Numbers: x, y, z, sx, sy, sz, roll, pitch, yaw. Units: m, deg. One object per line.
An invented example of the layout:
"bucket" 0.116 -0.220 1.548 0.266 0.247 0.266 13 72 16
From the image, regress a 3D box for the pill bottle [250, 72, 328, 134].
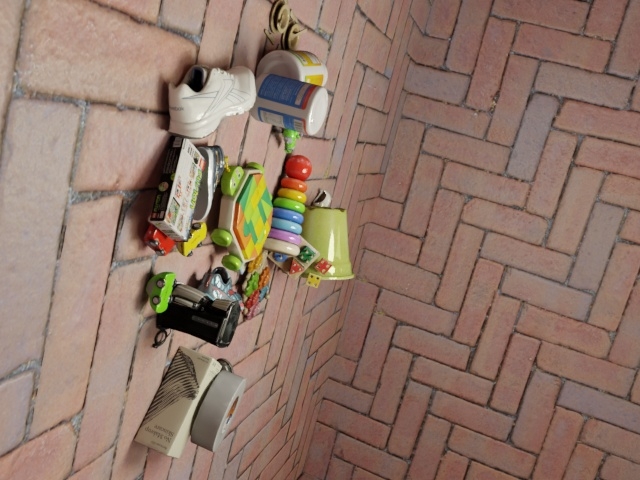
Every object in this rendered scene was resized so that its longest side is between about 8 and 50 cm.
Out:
"pill bottle" -0.103 -0.351 1.540 0.124 0.221 0.124 19 90 -75

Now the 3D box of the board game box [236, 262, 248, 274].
"board game box" -0.228 0.014 1.885 0.103 0.026 0.154 80 31 -60

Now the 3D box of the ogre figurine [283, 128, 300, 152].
"ogre figurine" -0.085 -0.363 1.853 0.197 0.096 0.118 -60 -174 12

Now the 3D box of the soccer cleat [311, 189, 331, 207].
"soccer cleat" -0.015 -0.112 2.438 0.076 0.068 0.196 52 55 -54

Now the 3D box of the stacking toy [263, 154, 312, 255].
"stacking toy" -0.103 -0.121 2.017 0.141 0.141 0.330 38 64 -74

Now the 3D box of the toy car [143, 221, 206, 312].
"toy car" -0.360 0.055 1.419 0.239 0.053 0.225 1 107 -74

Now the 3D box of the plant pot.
"plant pot" 0.000 0.000 2.294 0.276 0.276 0.254 -15 111 -72

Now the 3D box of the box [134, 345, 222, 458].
"box" -0.383 0.438 1.664 0.094 0.113 0.275 76 34 -64

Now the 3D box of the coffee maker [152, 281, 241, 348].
"coffee maker" -0.306 0.208 1.541 0.120 0.178 0.171 -26 132 -68

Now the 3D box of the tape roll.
"tape roll" -0.288 0.482 1.739 0.219 0.072 0.219 23 90 -85

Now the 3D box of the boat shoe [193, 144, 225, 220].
"boat shoe" -0.271 -0.140 1.482 0.083 0.065 0.183 -32 137 -64

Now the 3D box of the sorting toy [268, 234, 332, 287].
"sorting toy" -0.085 0.061 2.116 0.132 0.274 0.046 -45 -164 11

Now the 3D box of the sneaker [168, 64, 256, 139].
"sneaker" -0.230 -0.332 1.348 0.297 0.111 0.129 -56 152 -49

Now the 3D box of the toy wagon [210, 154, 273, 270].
"toy wagon" -0.216 -0.090 1.683 0.344 0.068 0.267 80 26 -53

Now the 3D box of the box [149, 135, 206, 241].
"box" -0.306 -0.112 1.330 0.114 0.036 0.207 59 36 -62

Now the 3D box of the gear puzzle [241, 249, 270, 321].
"gear puzzle" -0.201 0.130 2.018 0.339 0.044 0.175 96 18 -54

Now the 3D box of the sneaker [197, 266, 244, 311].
"sneaker" -0.272 0.138 1.727 0.262 0.104 0.125 41 56 -82

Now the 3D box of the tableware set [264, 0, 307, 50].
"tableware set" -0.088 -0.583 1.678 0.194 0.039 0.128 32 76 -74

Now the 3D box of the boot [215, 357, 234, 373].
"boot" -0.362 0.491 1.834 0.229 0.091 0.263 13 97 -75

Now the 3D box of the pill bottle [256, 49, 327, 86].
"pill bottle" -0.068 -0.458 1.702 0.245 0.136 0.136 -38 143 -64
